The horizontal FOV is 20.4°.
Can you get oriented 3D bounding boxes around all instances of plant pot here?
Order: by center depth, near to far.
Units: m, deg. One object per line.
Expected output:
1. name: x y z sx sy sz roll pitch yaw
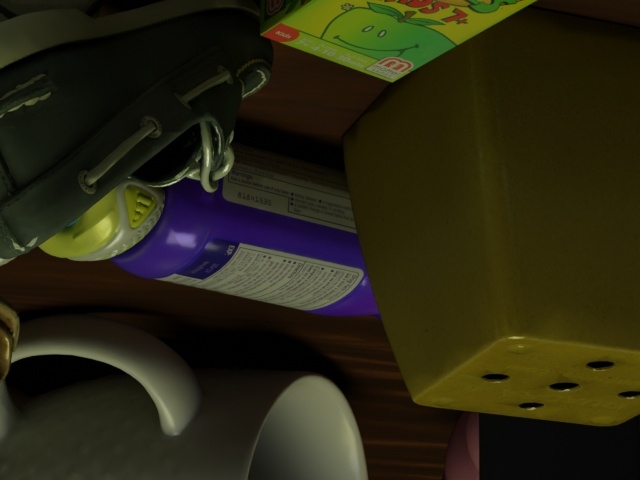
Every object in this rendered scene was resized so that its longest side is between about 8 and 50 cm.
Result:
1. plant pot: 0.145 0.000 1.071 0.212 0.187 0.212 8 157 -18

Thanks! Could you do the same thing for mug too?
1. mug: -0.170 0.214 1.574 0.328 0.276 0.374 -1 129 24

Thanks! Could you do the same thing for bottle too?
1. bottle: 0.000 0.000 1.201 0.283 0.092 0.118 13 161 -28

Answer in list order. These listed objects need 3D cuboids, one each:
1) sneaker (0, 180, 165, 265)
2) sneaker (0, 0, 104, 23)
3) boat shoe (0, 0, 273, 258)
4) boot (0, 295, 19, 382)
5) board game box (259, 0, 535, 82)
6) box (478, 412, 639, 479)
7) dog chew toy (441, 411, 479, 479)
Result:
1. sneaker: -0.200 -0.052 1.126 0.240 0.091 0.126 -4 129 46
2. sneaker: -0.237 -0.116 0.918 0.235 0.094 0.153 -2 152 -21
3. boat shoe: -0.098 -0.058 0.890 0.116 0.099 0.319 -29 178 22
4. boot: -0.314 0.060 1.274 0.203 0.095 0.262 26 154 9
5. board game box: 0.058 -0.143 0.906 0.092 0.043 0.181 17 154 -33
6. box: 0.281 0.183 1.381 0.294 0.296 0.183 19 153 -36
7. dog chew toy: 0.202 0.216 1.611 0.207 0.206 0.332 -2 150 8
